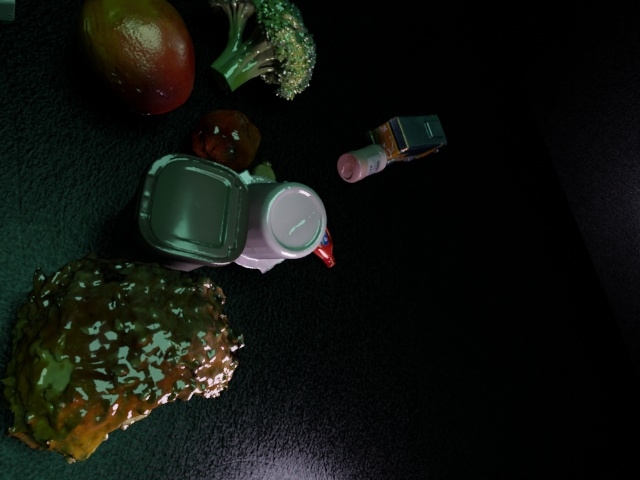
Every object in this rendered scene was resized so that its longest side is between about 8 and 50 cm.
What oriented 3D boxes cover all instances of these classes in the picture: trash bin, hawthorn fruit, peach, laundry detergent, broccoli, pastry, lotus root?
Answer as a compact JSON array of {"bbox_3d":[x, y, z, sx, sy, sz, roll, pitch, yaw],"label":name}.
[{"bbox_3d":[-0.311,-0.034,1.039,0.219,0.250,0.219,20,63,-33],"label":"trash bin"},{"bbox_3d":[-0.236,-0.256,1.247,0.179,0.174,0.173,-19,87,-42],"label":"hawthorn fruit"},{"bbox_3d":[-0.416,-0.424,1.098,0.281,0.238,0.280,36,49,-56],"label":"peach"},{"bbox_3d":[0.000,0.000,1.432,0.097,0.049,0.165,-36,102,-45],"label":"laundry detergent"},{"bbox_3d":[-0.165,-0.565,1.354,0.375,0.249,0.301,50,47,-23],"label":"broccoli"},{"bbox_3d":[-0.370,0.185,0.898,0.405,0.292,0.337,-18,78,-31],"label":"pastry"},{"bbox_3d":[-0.161,-0.161,1.338,0.073,0.062,0.150,24,66,-30],"label":"lotus root"}]

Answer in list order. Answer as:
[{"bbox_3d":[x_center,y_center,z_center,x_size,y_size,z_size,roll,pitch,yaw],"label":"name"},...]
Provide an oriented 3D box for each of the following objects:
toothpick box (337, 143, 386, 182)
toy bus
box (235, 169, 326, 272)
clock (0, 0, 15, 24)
[{"bbox_3d":[0.139,-0.258,1.603,0.149,0.098,0.098,-28,93,-43],"label":"toothpick box"},{"bbox_3d":[0.318,-0.368,1.749,0.275,0.167,0.138,-15,85,-43],"label":"toy bus"},{"bbox_3d":[-0.128,-0.062,1.195,0.291,0.206,0.262,23,77,-34],"label":"box"},{"bbox_3d":[-0.755,-0.583,0.950,0.231,0.116,0.262,-13,83,-42],"label":"clock"}]
